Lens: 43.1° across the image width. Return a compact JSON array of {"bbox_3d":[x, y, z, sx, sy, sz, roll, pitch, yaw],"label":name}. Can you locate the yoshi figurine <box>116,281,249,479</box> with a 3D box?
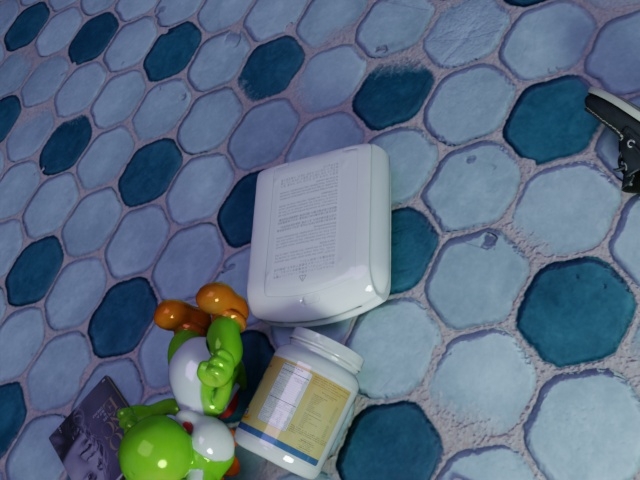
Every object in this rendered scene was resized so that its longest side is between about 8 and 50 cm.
[{"bbox_3d":[-0.220,0.244,1.272,0.203,0.203,0.362,2,58,-4],"label":"yoshi figurine"}]

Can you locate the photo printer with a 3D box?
[{"bbox_3d":[0.000,0.000,1.402,0.256,0.107,0.307,-13,58,25],"label":"photo printer"}]

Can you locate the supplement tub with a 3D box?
[{"bbox_3d":[-0.029,0.249,1.249,0.144,0.144,0.199,16,72,37],"label":"supplement tub"}]

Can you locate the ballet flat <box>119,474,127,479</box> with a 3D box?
[{"bbox_3d":[-0.291,0.442,1.254,0.124,0.116,0.342,-56,-1,30],"label":"ballet flat"}]

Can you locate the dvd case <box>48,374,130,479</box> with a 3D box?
[{"bbox_3d":[-0.402,0.375,1.488,0.164,0.018,0.221,-48,50,-2],"label":"dvd case"}]

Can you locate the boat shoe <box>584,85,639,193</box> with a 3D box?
[{"bbox_3d":[0.484,-0.105,1.162,0.340,0.127,0.113,48,116,38],"label":"boat shoe"}]

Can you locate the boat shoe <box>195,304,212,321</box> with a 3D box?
[{"bbox_3d":[-0.232,0.192,1.464,0.063,0.066,0.184,-6,62,45],"label":"boat shoe"}]

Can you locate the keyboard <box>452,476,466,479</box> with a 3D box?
[{"bbox_3d":[0.275,0.392,1.067,0.256,0.014,0.072,15,67,36],"label":"keyboard"}]
